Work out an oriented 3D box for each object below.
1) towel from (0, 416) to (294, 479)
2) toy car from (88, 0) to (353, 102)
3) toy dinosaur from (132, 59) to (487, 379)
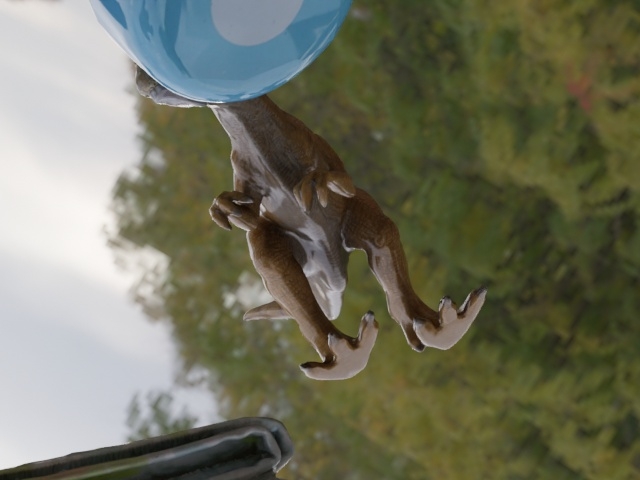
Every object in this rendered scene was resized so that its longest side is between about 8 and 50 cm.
[{"bbox_3d":[-0.223,0.187,1.048,0.321,0.090,0.374,-7,173,-34],"label":"towel"},{"bbox_3d":[-0.057,-0.203,0.500,0.210,0.238,0.219,30,-170,-46],"label":"toy car"},{"bbox_3d":[0.000,0.000,0.594,0.112,0.064,0.211,54,172,33],"label":"toy dinosaur"}]
